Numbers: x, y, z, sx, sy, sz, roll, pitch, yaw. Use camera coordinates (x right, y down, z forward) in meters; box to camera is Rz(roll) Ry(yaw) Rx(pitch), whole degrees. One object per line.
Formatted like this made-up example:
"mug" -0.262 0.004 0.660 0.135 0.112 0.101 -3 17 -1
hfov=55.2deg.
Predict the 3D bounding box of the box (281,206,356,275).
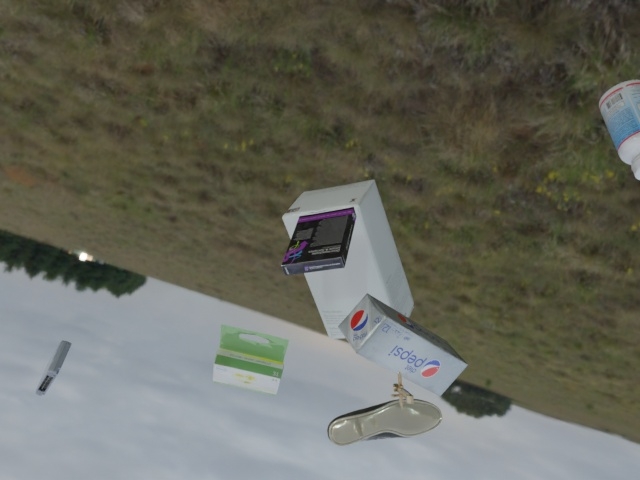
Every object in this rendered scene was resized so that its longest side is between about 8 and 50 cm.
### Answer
"box" 0.000 0.000 1.144 0.116 0.162 0.029 -9 123 19

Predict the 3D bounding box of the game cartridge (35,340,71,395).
"game cartridge" -0.362 0.171 0.831 0.017 0.056 0.083 30 133 -17

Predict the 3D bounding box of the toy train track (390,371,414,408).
"toy train track" 0.104 0.199 0.795 0.014 0.048 0.083 -4 177 -8

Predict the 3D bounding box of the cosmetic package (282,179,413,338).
"cosmetic package" 0.079 0.056 1.569 0.218 0.384 0.156 -5 -154 27

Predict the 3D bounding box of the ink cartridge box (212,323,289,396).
"ink cartridge box" -0.175 0.301 1.506 0.171 0.056 0.235 13 144 -2

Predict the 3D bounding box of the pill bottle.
"pill bottle" 0.537 -0.184 1.030 0.087 0.160 0.087 -5 152 -3

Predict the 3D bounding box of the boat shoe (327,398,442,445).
"boat shoe" 0.185 0.530 1.801 0.336 0.112 0.095 -10 172 -1

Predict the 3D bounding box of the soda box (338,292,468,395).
"soda box" 0.174 0.219 1.261 0.286 0.098 0.091 32 -169 -36
